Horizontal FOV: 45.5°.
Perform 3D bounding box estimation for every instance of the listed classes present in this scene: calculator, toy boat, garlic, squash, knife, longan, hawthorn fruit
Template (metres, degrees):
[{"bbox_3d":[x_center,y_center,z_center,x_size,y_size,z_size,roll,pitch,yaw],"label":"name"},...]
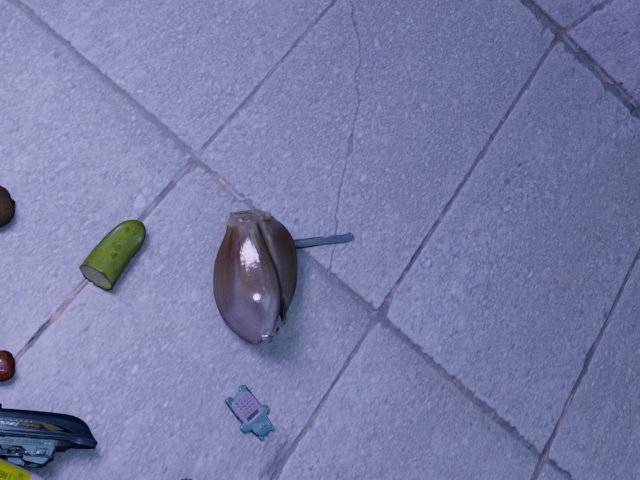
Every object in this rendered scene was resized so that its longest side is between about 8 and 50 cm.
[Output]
[{"bbox_3d":[-0.175,0.435,1.917,0.094,0.019,0.141,-40,93,-31],"label":"calculator"},{"bbox_3d":[-0.633,0.426,1.652,0.296,0.114,0.122,14,63,-21],"label":"toy boat"},{"bbox_3d":[-0.132,0.111,1.913,0.231,0.246,0.340,0,60,-37],"label":"garlic"},{"bbox_3d":[-0.495,0.019,1.854,0.095,0.095,0.188,36,60,-12],"label":"squash"},{"bbox_3d":[0.000,0.000,2.128,0.210,0.015,0.028,-8,86,-26],"label":"knife"},{"bbox_3d":[-0.754,-0.081,1.759,0.113,0.092,0.113,34,32,-25],"label":"longan"},{"bbox_3d":[-0.713,0.279,1.686,0.077,0.077,0.077,7,72,-23],"label":"hawthorn fruit"}]

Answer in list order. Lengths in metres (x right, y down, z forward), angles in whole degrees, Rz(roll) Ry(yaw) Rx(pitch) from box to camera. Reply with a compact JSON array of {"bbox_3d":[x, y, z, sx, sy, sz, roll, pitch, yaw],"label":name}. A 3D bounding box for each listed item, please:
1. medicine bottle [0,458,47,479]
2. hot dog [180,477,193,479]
[{"bbox_3d":[-0.679,0.550,1.540,0.379,0.213,0.213,30,65,-15],"label":"medicine bottle"},{"bbox_3d":[-0.291,0.687,1.758,0.163,0.082,0.270,6,79,-17],"label":"hot dog"}]
